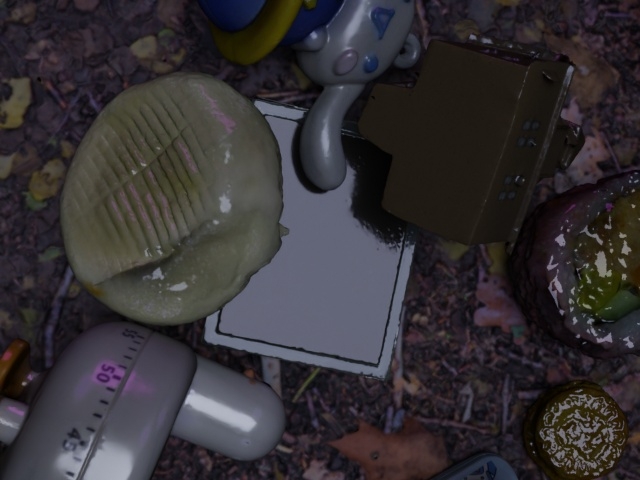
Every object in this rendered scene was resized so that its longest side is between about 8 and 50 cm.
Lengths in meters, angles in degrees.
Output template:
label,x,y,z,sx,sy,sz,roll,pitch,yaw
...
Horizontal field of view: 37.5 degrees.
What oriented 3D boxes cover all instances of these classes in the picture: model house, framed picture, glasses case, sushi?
label,x,y,z,sx,sy,sz,roll,pitch,yaw
model house,0.177,-0.102,0.913,0.248,0.176,0.181,-4,117,-47
framed picture,0.000,0.000,0.948,0.197,0.014,0.252,12,88,-7
glasses case,0.119,0.278,0.946,0.178,0.045,0.067,-28,94,-7
sushi,0.283,-0.003,0.940,0.161,0.107,0.241,22,81,-8

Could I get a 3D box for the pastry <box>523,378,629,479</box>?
label,x,y,z,sx,sy,sz,roll,pitch,yaw
pastry,0.261,0.196,0.960,0.097,0.057,0.109,19,86,-6

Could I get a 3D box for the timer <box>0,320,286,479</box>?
label,x,y,z,sx,sy,sz,roll,pitch,yaw
timer,-0.167,0.190,0.816,0.240,0.233,0.234,23,87,-4

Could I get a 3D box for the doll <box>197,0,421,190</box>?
label,x,y,z,sx,sy,sz,roll,pitch,yaw
doll,-0.023,-0.208,0.884,0.242,0.159,0.311,-1,103,-47

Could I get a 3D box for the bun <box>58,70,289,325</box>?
label,x,y,z,sx,sy,sz,roll,pitch,yaw
bun,-0.126,-0.032,0.868,0.229,0.145,0.230,-10,69,29
